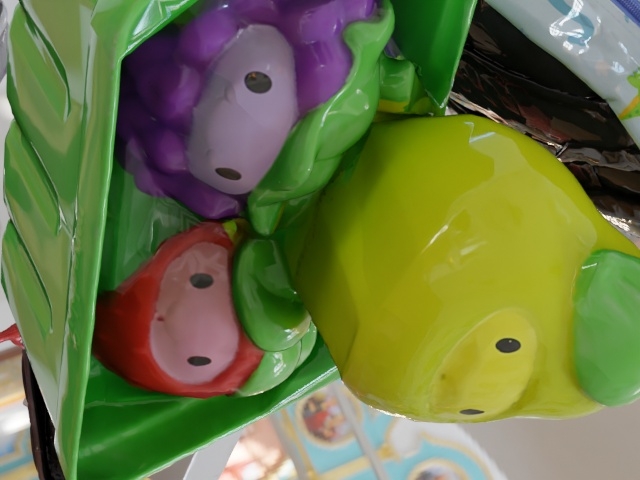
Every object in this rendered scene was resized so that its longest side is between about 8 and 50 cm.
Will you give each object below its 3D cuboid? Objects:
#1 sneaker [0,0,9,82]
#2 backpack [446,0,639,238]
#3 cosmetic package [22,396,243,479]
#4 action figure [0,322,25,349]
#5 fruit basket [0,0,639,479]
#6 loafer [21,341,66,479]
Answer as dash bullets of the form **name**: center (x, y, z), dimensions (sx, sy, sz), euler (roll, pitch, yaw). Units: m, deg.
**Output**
- **sneaker**: center (-0.300, -0.085, 0.939), dimensions (0.083, 0.223, 0.098), euler (28, -15, 16)
- **backpack**: center (0.174, -0.158, 0.840), dimensions (0.290, 0.273, 0.355), euler (57, 6, -46)
- **cosmetic package**: center (-0.189, 0.143, 1.436), dimensions (0.225, 0.224, 0.138), euler (27, 3, 16)
- **action figure**: center (-0.370, 0.036, 1.140), dimensions (0.091, 0.139, 0.280), euler (-1, -67, 53)
- **fruit basket**: center (0.000, 0.000, 0.690), dimensions (0.392, 0.283, 0.392), euler (28, -51, 42)
- **loafer**: center (-0.243, 0.103, 1.192), dimensions (0.095, 0.109, 0.302), euler (-5, 93, -85)
